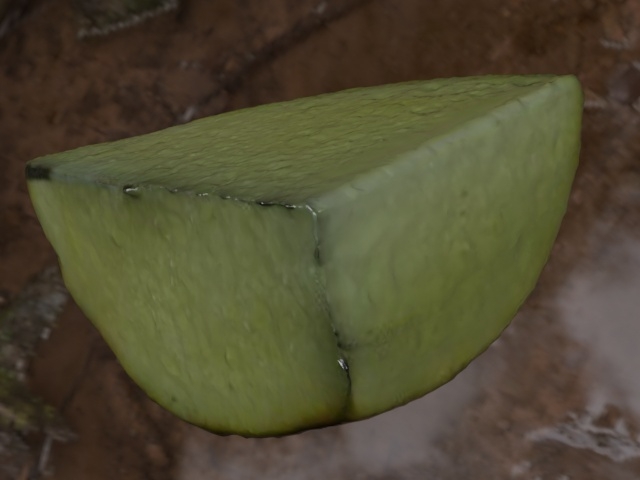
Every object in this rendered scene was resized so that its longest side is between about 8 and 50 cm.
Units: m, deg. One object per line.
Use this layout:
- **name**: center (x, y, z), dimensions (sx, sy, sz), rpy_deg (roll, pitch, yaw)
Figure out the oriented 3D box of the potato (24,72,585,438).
- **potato**: center (0.000, 0.000, 0.490), dimensions (0.149, 0.120, 0.081), rpy_deg (9, 116, 48)
